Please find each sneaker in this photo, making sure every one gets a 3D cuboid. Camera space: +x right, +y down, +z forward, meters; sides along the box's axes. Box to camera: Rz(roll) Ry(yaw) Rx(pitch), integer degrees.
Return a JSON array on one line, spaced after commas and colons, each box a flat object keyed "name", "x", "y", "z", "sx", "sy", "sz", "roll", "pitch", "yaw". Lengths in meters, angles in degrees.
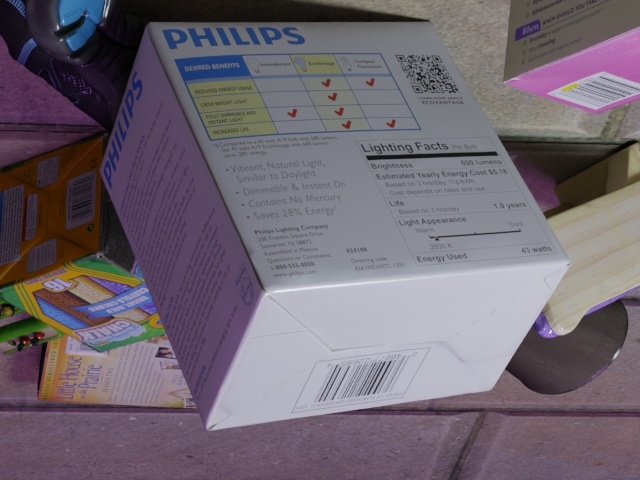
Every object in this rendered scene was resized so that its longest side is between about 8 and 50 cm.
[{"name": "sneaker", "x": -0.251, "y": -0.209, "z": 1.836, "sx": 0.139, "sy": 0.125, "sz": 0.341, "roll": 18, "pitch": 163, "yaw": 24}]

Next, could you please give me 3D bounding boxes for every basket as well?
[{"name": "basket", "x": 0.285, "y": 0.107, "z": 2.402, "sx": 0.204, "sy": 0.154, "sz": 0.227, "roll": -28, "pitch": 139, "yaw": 37}]

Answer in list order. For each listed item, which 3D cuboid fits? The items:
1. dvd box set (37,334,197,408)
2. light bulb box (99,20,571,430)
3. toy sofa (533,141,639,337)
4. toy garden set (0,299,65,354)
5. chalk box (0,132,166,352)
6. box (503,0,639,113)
[{"name": "dvd box set", "x": -0.213, "y": 0.175, "z": 2.592, "sx": 0.420, "sy": 0.062, "sz": 0.308, "roll": 4, "pitch": 152, "yaw": -11}, {"name": "light bulb box", "x": 0.003, "y": -0.029, "z": 1.772, "sx": 0.357, "sy": 0.361, "sz": 0.225, "roll": -4, "pitch": 141, "yaw": -29}, {"name": "toy sofa", "x": 0.282, "y": 0.018, "z": 2.034, "sx": 0.150, "sy": 0.177, "sz": 0.362, "roll": -31, "pitch": 173, "yaw": 42}, {"name": "toy garden set", "x": -0.432, "y": 0.070, "z": 2.324, "sx": 0.203, "sy": 0.049, "sz": 0.244, "roll": -18, "pitch": 133, "yaw": 28}, {"name": "chalk box", "x": -0.259, "y": 0.021, "z": 2.168, "sx": 0.179, "sy": 0.180, "sz": 0.289, "roll": -17, "pitch": 148, "yaw": 26}, {"name": "box", "x": 0.283, "y": -0.263, "z": 1.537, "sx": 0.117, "sy": 0.243, "sz": 0.213, "roll": 14, "pitch": 163, "yaw": -28}]
